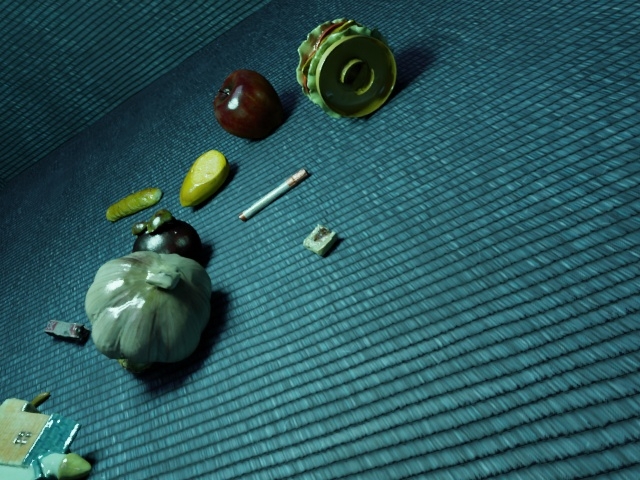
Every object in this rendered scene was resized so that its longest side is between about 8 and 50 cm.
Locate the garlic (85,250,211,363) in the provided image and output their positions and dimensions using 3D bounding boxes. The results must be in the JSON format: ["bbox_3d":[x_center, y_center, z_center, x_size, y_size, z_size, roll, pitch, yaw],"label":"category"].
[{"bbox_3d":[-0.415,0.157,1.529,0.322,0.240,0.322,-6,32,4],"label":"garlic"}]

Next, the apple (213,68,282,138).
[{"bbox_3d":[-0.247,-0.451,2.114,0.234,0.234,0.234,-27,35,21],"label":"apple"}]

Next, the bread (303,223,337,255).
[{"bbox_3d":[0.000,0.000,1.494,0.070,0.035,0.083,-47,36,-6],"label":"bread"}]

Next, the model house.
[{"bbox_3d":[-0.626,0.529,1.425,0.325,0.194,0.267,-4,42,25],"label":"model house"}]

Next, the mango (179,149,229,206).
[{"bbox_3d":[-0.384,-0.194,2.069,0.141,0.102,0.217,27,74,31],"label":"mango"}]

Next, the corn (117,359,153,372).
[{"bbox_3d":[-0.511,0.269,1.657,0.098,0.098,0.290,-48,36,-10],"label":"corn"}]

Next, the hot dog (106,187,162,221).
[{"bbox_3d":[-0.715,-0.136,2.382,0.286,0.061,0.087,-22,49,29],"label":"hot dog"}]

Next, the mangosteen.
[{"bbox_3d":[-0.441,0.020,1.780,0.210,0.210,0.209,-27,35,21],"label":"mangosteen"}]

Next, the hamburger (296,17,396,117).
[{"bbox_3d":[0.066,-0.495,1.792,0.274,0.274,0.212,-40,39,3],"label":"hamburger"}]

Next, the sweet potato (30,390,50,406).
[{"bbox_3d":[-0.824,0.470,1.811,0.115,0.026,0.026,-42,32,4],"label":"sweet potato"}]

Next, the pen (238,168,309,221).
[{"bbox_3d":[-0.135,-0.129,1.793,0.239,0.028,0.028,-34,33,12],"label":"pen"}]

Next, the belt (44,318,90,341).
[{"bbox_3d":[-0.790,0.282,1.961,0.232,0.071,0.053,-6,54,47],"label":"belt"}]
